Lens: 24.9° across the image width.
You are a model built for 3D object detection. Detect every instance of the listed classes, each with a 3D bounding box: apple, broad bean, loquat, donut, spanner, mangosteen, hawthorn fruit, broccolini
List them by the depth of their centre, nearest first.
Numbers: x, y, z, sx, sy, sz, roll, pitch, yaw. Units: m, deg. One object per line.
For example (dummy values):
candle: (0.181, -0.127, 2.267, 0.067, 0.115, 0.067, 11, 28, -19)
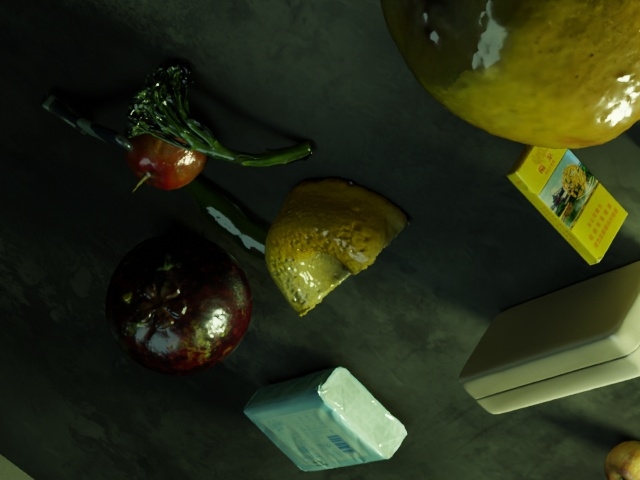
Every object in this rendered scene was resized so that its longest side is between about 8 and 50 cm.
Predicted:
loquat: (0.201, -0.219, 1.390, 0.284, 0.276, 0.276, 2, 168, -34)
broccolini: (-0.136, -0.173, 2.003, 0.271, 0.062, 0.123, 14, 102, 6)
donut: (-0.005, -0.001, 2.061, 0.152, 0.101, 0.259, 44, 144, -2)
apple: (0.452, 0.327, 2.082, 0.084, 0.071, 0.084, 27, 142, 24)
hawthorn fruit: (-0.227, -0.129, 2.092, 0.125, 0.140, 0.125, 38, -178, -2)
spanner: (-0.339, -0.166, 2.142, 0.087, 0.024, 0.316, 44, 170, -30)
broad bean: (-0.106, -0.010, 2.201, 0.297, 0.043, 0.060, 34, 131, 2)
mangosteen: (-0.223, 0.097, 2.331, 0.231, 0.231, 0.289, 37, -175, -2)

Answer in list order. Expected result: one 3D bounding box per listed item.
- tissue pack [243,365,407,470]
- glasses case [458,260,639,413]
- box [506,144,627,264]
tissue pack: (0.005, 0.306, 2.473, 0.177, 0.089, 0.263, 46, 150, -14)
glasses case: (0.321, 0.129, 1.875, 0.076, 0.144, 0.336, 43, 149, -12)
box: (0.293, -0.054, 1.713, 0.155, 0.087, 0.023, 45, 151, -15)
